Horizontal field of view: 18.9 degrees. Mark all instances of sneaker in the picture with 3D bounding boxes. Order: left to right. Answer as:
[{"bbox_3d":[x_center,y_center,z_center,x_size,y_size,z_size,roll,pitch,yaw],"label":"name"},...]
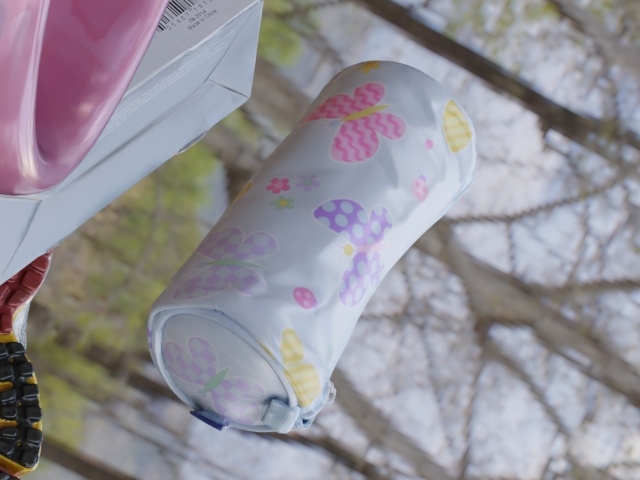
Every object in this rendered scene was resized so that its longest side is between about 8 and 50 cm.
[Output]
[{"bbox_3d":[-0.194,0.046,1.008,0.093,0.088,0.225,131,-35,-55],"label":"sneaker"}]

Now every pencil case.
[{"bbox_3d":[0.000,0.000,1.257,0.273,0.124,0.113,-55,161,-36],"label":"pencil case"}]

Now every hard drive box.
[{"bbox_3d":[-0.174,-0.120,0.977,0.181,0.232,0.089,-38,160,-26],"label":"hard drive box"}]

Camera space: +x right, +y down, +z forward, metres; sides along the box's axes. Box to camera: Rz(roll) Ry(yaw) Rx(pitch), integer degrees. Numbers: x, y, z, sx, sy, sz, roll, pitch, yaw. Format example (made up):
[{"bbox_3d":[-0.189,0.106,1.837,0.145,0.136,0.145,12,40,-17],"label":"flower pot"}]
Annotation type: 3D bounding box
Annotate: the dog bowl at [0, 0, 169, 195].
[{"bbox_3d":[-0.110,-0.198,0.693,0.408,0.150,0.408,21,90,-90],"label":"dog bowl"}]
